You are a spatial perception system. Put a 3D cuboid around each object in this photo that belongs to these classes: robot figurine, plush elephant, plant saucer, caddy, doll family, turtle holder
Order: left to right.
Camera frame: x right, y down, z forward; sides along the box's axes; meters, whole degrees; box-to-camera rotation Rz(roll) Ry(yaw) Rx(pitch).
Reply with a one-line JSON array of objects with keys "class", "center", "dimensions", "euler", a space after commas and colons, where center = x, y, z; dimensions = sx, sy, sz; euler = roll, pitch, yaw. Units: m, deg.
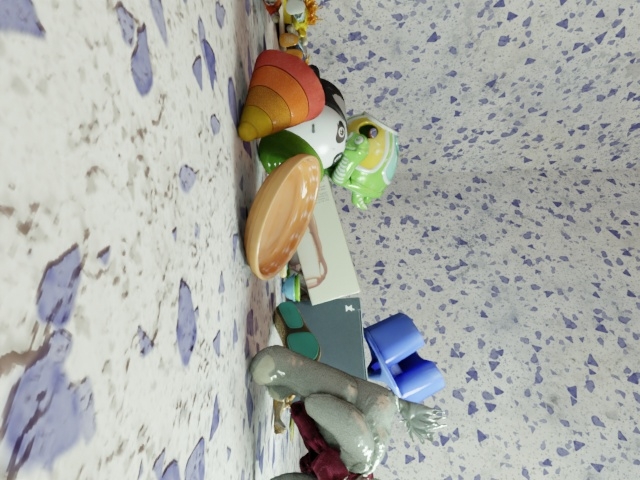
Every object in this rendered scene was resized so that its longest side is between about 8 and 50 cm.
[{"class": "plant saucer", "center": [-0.059, -0.038, 0.705], "dimensions": [0.200, 0.037, 0.200], "euler": [-60, 165, -27]}, {"class": "doll family", "center": [-0.052, -0.383, 0.905], "dimensions": [0.163, 0.118, 0.263], "euler": [-86, 175, -79]}, {"class": "robot figurine", "center": [-0.016, -0.291, 1.150], "dimensions": [0.209, 0.173, 0.278], "euler": [42, 29, -29]}, {"class": "plush elephant", "center": [0.015, 0.350, 0.747], "dimensions": [0.272, 0.329, 0.256], "euler": [106, 3, -68]}, {"class": "turtle holder", "center": [0.095, -0.248, 1.332], "dimensions": [0.320, 0.243, 0.228], "euler": [10, 119, -53]}, {"class": "caddy", "center": [0.208, 0.344, 1.331], "dimensions": [0.241, 0.179, 0.341], "euler": [64, -2, 6]}]

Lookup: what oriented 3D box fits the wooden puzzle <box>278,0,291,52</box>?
[{"class": "wooden puzzle", "center": [-0.088, -0.618, 1.151], "dimensions": [0.239, 0.044, 0.221], "euler": [76, 13, -84]}]

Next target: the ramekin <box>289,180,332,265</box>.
[{"class": "ramekin", "center": [-0.028, -0.062, 1.455], "dimensions": [0.277, 0.135, 0.278], "euler": [-1, 90, -89]}]

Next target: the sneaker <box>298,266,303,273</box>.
[{"class": "sneaker", "center": [-0.065, 0.176, 1.550], "dimensions": [0.077, 0.071, 0.178], "euler": [-43, 134, -61]}]

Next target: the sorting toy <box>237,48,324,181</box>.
[{"class": "sorting toy", "center": [-0.076, -0.114, 0.763], "dimensions": [0.126, 0.127, 0.366], "euler": [-56, 162, -30]}]

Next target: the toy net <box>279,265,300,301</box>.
[{"class": "toy net", "center": [-0.077, 0.043, 1.153], "dimensions": [0.122, 0.045, 0.232], "euler": [-89, 178, -46]}]

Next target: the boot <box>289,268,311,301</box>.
[{"class": "boot", "center": [-0.046, 0.181, 1.443], "dimensions": [0.123, 0.095, 0.258], "euler": [-55, 145, -4]}]

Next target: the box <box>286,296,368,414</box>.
[{"class": "box", "center": [0.020, 0.367, 1.378], "dimensions": [0.395, 0.211, 0.294], "euler": [87, 0, -65]}]

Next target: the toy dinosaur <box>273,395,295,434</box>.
[{"class": "toy dinosaur", "center": [-0.076, 0.323, 1.017], "dimensions": [0.211, 0.064, 0.112], "euler": [-62, 171, -69]}]

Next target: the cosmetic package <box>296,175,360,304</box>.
[{"class": "cosmetic package", "center": [0.000, 0.000, 1.201], "dimensions": [0.153, 0.129, 0.297], "euler": [43, 31, -88]}]

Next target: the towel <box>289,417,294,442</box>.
[{"class": "towel", "center": [-0.082, 0.533, 1.360], "dimensions": [0.083, 0.009, 0.060], "euler": [-90, 178, -64]}]

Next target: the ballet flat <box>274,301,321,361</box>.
[{"class": "ballet flat", "center": [-0.049, 0.205, 0.955], "dimensions": [0.206, 0.073, 0.067], "euler": [-120, -146, -60]}]
